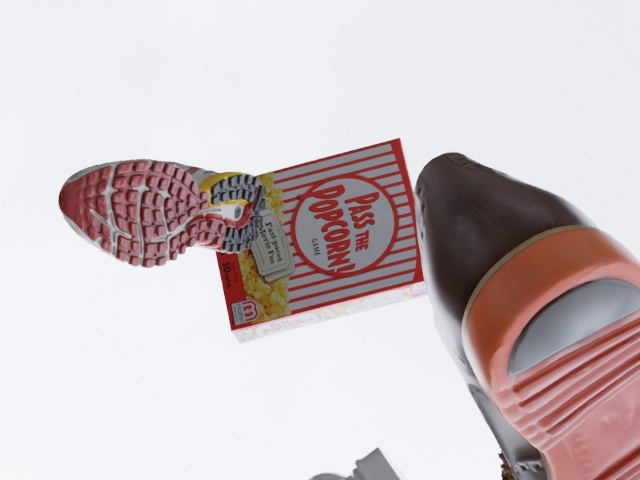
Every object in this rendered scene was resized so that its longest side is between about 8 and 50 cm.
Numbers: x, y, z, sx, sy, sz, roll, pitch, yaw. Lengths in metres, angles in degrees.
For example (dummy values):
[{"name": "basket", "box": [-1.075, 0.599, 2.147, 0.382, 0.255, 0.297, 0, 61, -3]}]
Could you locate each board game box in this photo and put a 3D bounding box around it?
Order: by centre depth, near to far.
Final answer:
[{"name": "board game box", "box": [0.000, 0.000, 1.655, 0.193, 0.045, 0.147, -15, -112, 4]}]

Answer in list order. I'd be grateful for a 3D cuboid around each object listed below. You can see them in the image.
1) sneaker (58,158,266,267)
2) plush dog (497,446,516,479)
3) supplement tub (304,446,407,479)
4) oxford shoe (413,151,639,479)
[{"name": "sneaker", "box": [-0.142, -0.025, 1.477, 0.093, 0.088, 0.225, 12, -177, 31]}, {"name": "plush dog", "box": [0.306, 0.230, 1.831, 0.262, 0.225, 0.210, -43, -173, 45]}, {"name": "supplement tub", "box": [-0.005, 0.242, 1.159, 0.200, 0.144, 0.144, -37, -147, 0]}, {"name": "oxford shoe", "box": [0.108, 0.058, 0.741, 0.097, 0.271, 0.098, -33, -130, -5]}]
